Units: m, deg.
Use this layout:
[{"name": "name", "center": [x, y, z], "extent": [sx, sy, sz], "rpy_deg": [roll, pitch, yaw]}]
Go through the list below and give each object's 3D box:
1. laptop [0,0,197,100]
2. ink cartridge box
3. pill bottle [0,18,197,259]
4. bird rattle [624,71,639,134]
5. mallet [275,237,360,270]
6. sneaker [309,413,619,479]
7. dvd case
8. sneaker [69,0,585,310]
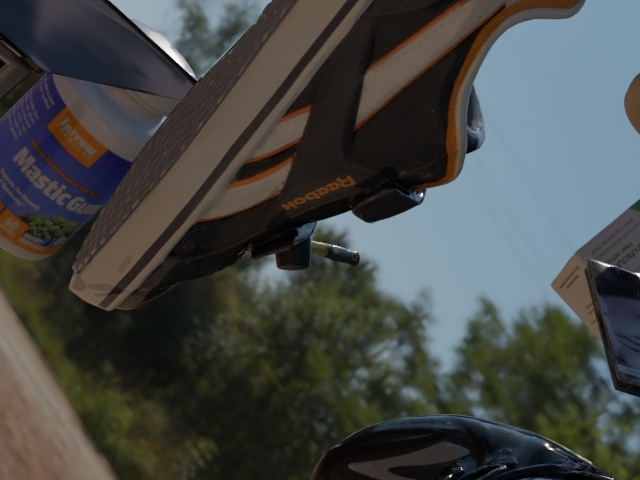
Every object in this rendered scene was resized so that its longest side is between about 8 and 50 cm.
[{"name": "laptop", "center": [-0.377, -0.152, 1.253], "extent": [0.382, 0.408, 0.236], "rpy_deg": [41, 15, -47]}, {"name": "ink cartridge box", "center": [0.456, 0.081, 1.829], "extent": [0.278, 0.201, 0.117], "rpy_deg": [48, -21, 11]}, {"name": "pill bottle", "center": [-0.268, -0.116, 1.665], "extent": [0.152, 0.272, 0.152], "rpy_deg": [41, 21, -20]}, {"name": "bird rattle", "center": [0.412, -0.126, 1.574], "extent": [0.207, 0.143, 0.253], "rpy_deg": [5, -22, 44]}, {"name": "mallet", "center": [0.000, 0.000, 1.638], "extent": [0.190, 0.039, 0.062], "rpy_deg": [-1, 86, -67]}, {"name": "sneaker", "center": [0.167, 0.233, 1.221], "extent": [0.483, 0.185, 0.202], "rpy_deg": [11, -20, 43]}, {"name": "dvd case", "center": [0.338, 0.096, 1.400], "extent": [0.221, 0.165, 0.018], "rpy_deg": [-85, -166, -62]}, {"name": "sneaker", "center": [-0.001, -0.054, 0.760], "extent": [0.127, 0.321, 0.126], "rpy_deg": [35, 30, -16]}]
